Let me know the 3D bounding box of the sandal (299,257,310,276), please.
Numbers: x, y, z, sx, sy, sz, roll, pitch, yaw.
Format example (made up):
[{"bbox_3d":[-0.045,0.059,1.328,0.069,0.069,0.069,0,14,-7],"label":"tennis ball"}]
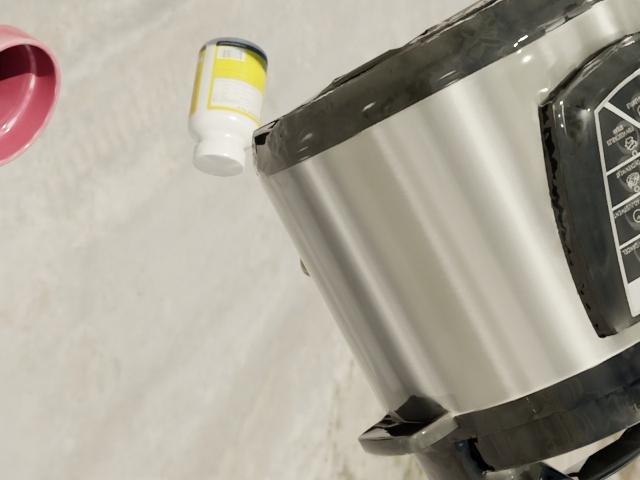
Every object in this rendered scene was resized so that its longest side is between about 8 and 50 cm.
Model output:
[{"bbox_3d":[0.000,0.000,1.845,0.180,0.072,0.049,-98,178,-55],"label":"sandal"}]

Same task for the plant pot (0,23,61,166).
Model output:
[{"bbox_3d":[-0.495,-0.227,1.699,0.201,0.180,0.201,-42,152,-29],"label":"plant pot"}]

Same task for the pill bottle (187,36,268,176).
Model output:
[{"bbox_3d":[-0.134,-0.189,1.736,0.103,0.103,0.184,56,37,-63],"label":"pill bottle"}]

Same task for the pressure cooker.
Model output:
[{"bbox_3d":[0.184,0.004,1.066,0.420,0.369,0.375,63,15,-6],"label":"pressure cooker"}]
